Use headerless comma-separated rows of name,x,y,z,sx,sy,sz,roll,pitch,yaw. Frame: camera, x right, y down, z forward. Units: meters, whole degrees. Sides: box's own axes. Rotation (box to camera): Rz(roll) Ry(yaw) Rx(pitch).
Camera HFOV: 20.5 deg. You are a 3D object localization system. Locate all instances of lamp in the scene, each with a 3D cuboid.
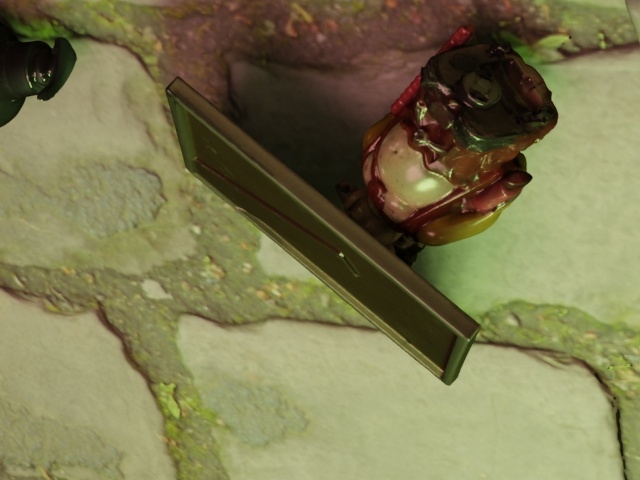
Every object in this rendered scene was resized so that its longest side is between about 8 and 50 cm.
lamp,0.077,-0.048,1.328,0.118,0.118,0.253,39,140,-3

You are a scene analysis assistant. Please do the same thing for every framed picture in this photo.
framed picture,0.000,0.000,1.370,0.289,0.016,0.213,40,169,9

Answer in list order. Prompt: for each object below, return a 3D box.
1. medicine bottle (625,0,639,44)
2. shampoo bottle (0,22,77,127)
medicine bottle,0.273,-0.139,1.119,0.143,0.143,0.258,-7,122,34
shampoo bottle,-0.324,-0.137,1.499,0.284,0.101,0.101,-2,124,31
